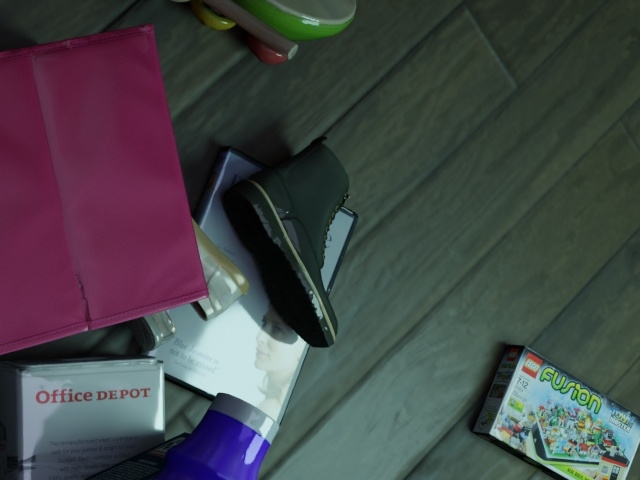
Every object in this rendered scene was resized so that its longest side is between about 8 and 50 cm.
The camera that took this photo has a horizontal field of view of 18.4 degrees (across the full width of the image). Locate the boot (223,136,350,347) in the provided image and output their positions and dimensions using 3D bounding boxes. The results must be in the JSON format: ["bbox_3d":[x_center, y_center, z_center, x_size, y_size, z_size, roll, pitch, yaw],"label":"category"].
[{"bbox_3d":[0.000,0.000,2.079,0.137,0.077,0.198,-36,110,-32],"label":"boot"}]

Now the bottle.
[{"bbox_3d":[-0.133,0.272,1.765,0.092,0.118,0.283,36,75,-23],"label":"bottle"}]

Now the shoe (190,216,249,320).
[{"bbox_3d":[-0.163,-0.010,1.990,0.058,0.076,0.219,-45,100,-16],"label":"shoe"}]

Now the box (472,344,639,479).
[{"bbox_3d":[0.280,0.216,2.294,0.207,0.036,0.114,30,75,-28],"label":"box"}]

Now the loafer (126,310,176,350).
[{"bbox_3d":[-0.188,0.050,2.003,0.039,0.045,0.125,-27,92,-43],"label":"loafer"}]

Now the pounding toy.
[{"bbox_3d":[-0.076,-0.237,2.025,0.183,0.110,0.237,38,29,4],"label":"pounding toy"}]

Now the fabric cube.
[{"bbox_3d":[-0.288,-0.044,1.822,0.259,0.254,0.258,-15,96,-30],"label":"fabric cube"}]

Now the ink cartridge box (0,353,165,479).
[{"bbox_3d":[-0.240,0.223,1.945,0.159,0.092,0.217,-1,93,-30],"label":"ink cartridge box"}]

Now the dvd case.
[{"bbox_3d":[-0.073,0.050,2.086,0.180,0.022,0.253,27,76,-28],"label":"dvd case"}]

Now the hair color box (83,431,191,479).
[{"bbox_3d":[-0.224,0.329,1.843,0.347,0.105,0.173,-23,101,-26],"label":"hair color box"}]
